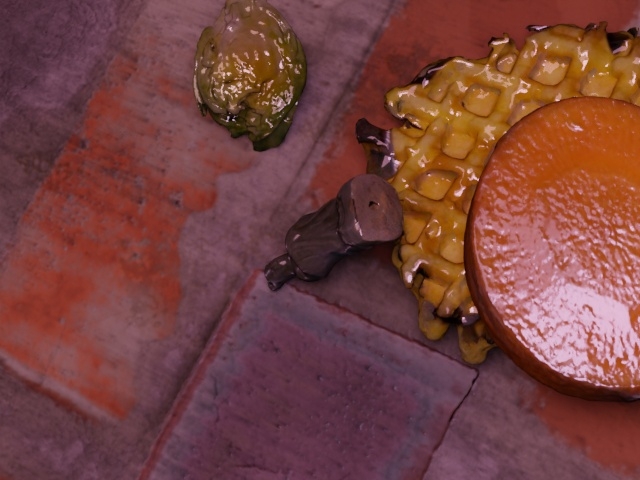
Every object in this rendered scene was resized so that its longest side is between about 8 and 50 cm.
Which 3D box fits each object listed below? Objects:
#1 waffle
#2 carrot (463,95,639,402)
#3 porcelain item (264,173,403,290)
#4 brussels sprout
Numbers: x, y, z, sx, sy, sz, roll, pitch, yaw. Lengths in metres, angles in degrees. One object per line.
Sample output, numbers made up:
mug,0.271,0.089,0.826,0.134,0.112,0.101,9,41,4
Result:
waffle,0.240,-0.066,1.370,0.380,0.095,0.382,-19,64,11
carrot,0.270,0.013,1.233,0.258,0.100,0.307,-18,69,8
porcelain item,0.000,0.000,1.400,0.216,0.069,0.081,-32,62,48
brussels sprout,-0.084,-0.209,1.530,0.139,0.100,0.181,-5,69,7
